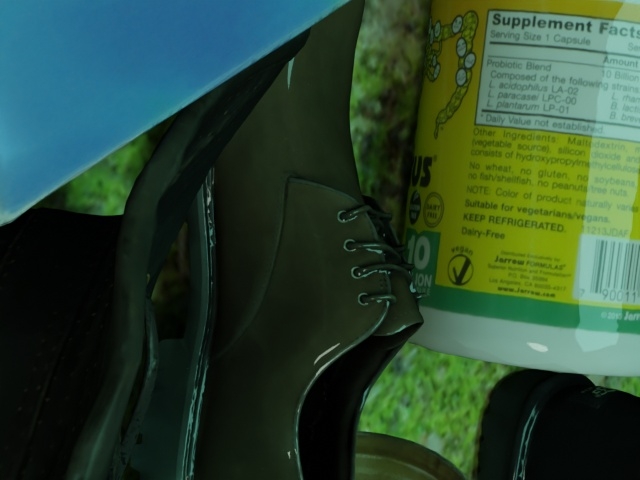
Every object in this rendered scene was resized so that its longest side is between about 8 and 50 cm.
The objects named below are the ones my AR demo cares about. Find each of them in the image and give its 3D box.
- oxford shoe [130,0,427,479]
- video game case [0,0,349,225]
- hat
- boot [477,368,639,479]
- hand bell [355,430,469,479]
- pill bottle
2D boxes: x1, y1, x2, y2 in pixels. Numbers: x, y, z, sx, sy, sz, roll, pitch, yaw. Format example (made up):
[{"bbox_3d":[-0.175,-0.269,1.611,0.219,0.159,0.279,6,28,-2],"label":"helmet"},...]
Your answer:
[{"bbox_3d":[0.000,0.000,0.642,0.083,0.096,0.227,3,93,-63],"label":"oxford shoe"},{"bbox_3d":[-0.061,-0.101,0.475,0.269,0.244,0.061,-36,119,-34],"label":"video game case"},{"bbox_3d":[-0.121,0.062,0.481,0.134,0.331,0.331,22,78,-4],"label":"hat"},{"bbox_3d":[0.160,0.183,0.753,0.094,0.207,0.246,-2,98,-44],"label":"boot"},{"bbox_3d":[0.020,0.207,0.719,0.126,0.126,0.242,-40,135,-32],"label":"hand bell"},{"bbox_3d":[0.098,-0.056,0.721,0.117,0.117,0.208,4,93,-44],"label":"pill bottle"}]
